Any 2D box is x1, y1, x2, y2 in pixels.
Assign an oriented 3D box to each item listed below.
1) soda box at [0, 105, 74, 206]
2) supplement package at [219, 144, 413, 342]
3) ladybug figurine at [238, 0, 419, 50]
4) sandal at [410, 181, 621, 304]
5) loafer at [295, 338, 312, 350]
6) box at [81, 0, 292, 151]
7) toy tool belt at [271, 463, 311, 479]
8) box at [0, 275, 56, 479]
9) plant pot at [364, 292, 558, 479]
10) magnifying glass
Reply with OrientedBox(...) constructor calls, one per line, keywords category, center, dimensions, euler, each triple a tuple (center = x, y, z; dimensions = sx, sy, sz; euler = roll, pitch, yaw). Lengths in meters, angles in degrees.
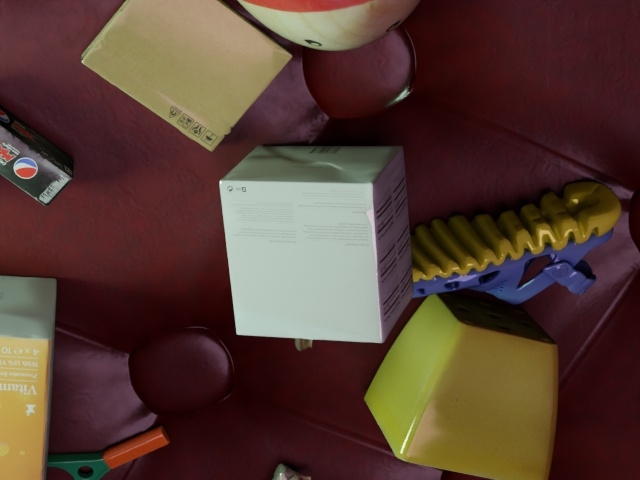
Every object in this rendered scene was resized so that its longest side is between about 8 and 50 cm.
OrientedBox(category="soda box", center=(-0.381, -0.117, 1.798), dimensions=(0.169, 0.060, 0.053), euler=(38, 106, -24))
OrientedBox(category="supplement package", center=(0.000, 0.000, 1.815), dimensions=(0.194, 0.149, 0.203), euler=(2, 112, 19))
OrientedBox(category="ladybug figurine", center=(-0.001, -0.406, 1.631), dimensions=(0.305, 0.162, 0.449), euler=(-15, 120, 1))
OrientedBox(category="sandal", center=(0.242, 0.031, 1.934), dimensions=(0.317, 0.126, 0.138), euler=(-12, 124, 0))
OrientedBox(category="loafer", center=(-0.001, 0.084, 1.963), dimensions=(0.050, 0.056, 0.148), euler=(11, 117, -7))
OrientedBox(category="box", center=(-0.160, -0.222, 1.792), dimensions=(0.201, 0.021, 0.164), euler=(34, 109, -23))
OrientedBox(category="toy tool belt", center=(-0.049, 0.362, 2.114), dimensions=(0.051, 0.052, 0.083), euler=(23, 114, -10))
OrientedBox(category="box", center=(-0.457, 0.230, 1.906), dimensions=(0.215, 0.168, 0.345), euler=(3, 115, -9))
OrientedBox(category="plant pot", center=(0.204, 0.185, 1.974), dimensions=(0.212, 0.212, 0.187), euler=(14, 103, -15))
OrientedBox(category="magnifying glass", center=(-0.320, 0.316, 2.069), dimensions=(0.231, 0.026, 0.092), euler=(-23, 119, 8))
